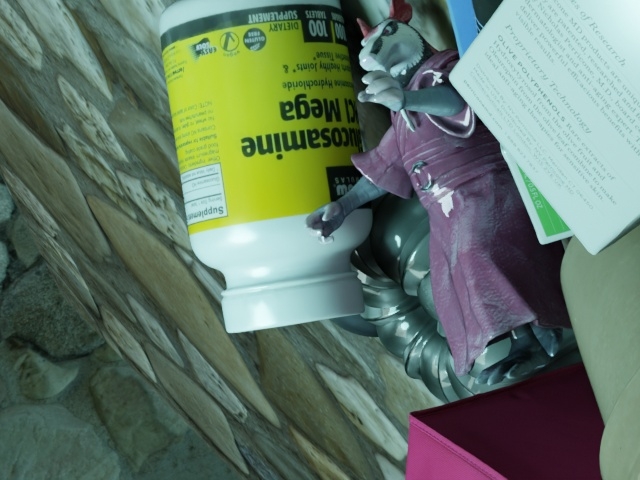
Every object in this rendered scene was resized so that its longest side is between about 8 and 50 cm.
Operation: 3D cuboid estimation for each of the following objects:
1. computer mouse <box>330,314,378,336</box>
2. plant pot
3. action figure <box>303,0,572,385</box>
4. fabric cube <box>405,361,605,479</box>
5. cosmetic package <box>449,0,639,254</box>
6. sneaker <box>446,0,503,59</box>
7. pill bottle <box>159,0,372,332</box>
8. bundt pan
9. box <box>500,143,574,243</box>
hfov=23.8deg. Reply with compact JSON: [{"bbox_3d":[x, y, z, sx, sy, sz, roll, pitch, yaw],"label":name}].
[{"bbox_3d":[0.000,0.000,1.827,0.188,0.072,0.272,162,86,-79],"label":"computer mouse"},{"bbox_3d":[0.296,0.070,1.122,0.263,0.263,0.229,72,173,-46],"label":"plant pot"},{"bbox_3d":[0.141,-0.061,1.366,0.370,0.276,0.248,71,159,7],"label":"action figure"},{"bbox_3d":[0.244,0.301,1.457,0.254,0.259,0.258,33,127,49],"label":"fabric cube"},{"bbox_3d":[0.237,-0.155,0.805,0.155,0.197,0.365,52,154,9],"label":"cosmetic package"},{"bbox_3d":[0.160,-0.174,1.209,0.090,0.081,0.232,8,162,18],"label":"sneaker"},{"bbox_3d":[-0.049,-0.081,1.529,0.188,0.188,0.334,166,96,-71],"label":"pill bottle"},{"bbox_3d":[0.134,0.060,1.638,0.331,0.124,0.331,47,162,20],"label":"bundt pan"},{"bbox_3d":[0.199,-0.072,1.221,0.102,0.087,0.101,-86,-26,-54],"label":"box"}]
